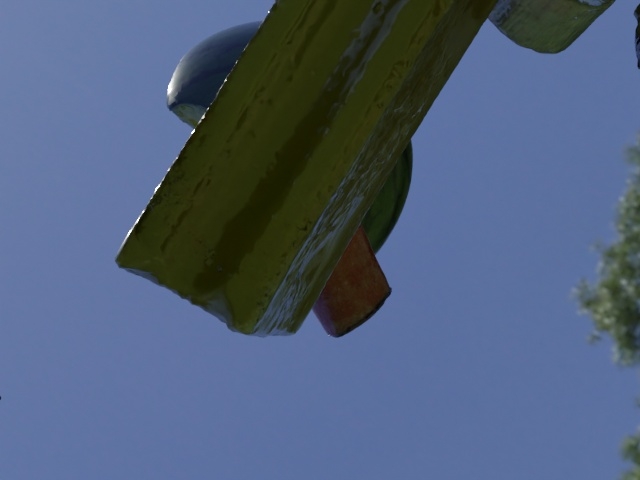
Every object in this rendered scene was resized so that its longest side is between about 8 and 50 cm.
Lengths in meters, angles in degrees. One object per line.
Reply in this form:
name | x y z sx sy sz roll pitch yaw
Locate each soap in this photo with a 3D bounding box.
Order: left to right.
soap | 0.016 -0.093 0.870 0.315 0.091 0.199 -59 -9 0

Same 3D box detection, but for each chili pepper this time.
chili pepper | 0.000 0.000 1.523 0.086 0.084 0.192 -29 -86 -10

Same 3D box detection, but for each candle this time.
candle | 0.148 -0.235 1.081 0.168 0.068 0.192 34 -134 -13

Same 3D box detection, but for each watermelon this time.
watermelon | 0.002 -0.123 1.715 0.330 0.189 0.331 19 -120 -37

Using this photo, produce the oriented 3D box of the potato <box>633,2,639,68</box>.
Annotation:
potato | 0.310 -0.140 0.753 0.242 0.242 0.285 -7 -38 -40
